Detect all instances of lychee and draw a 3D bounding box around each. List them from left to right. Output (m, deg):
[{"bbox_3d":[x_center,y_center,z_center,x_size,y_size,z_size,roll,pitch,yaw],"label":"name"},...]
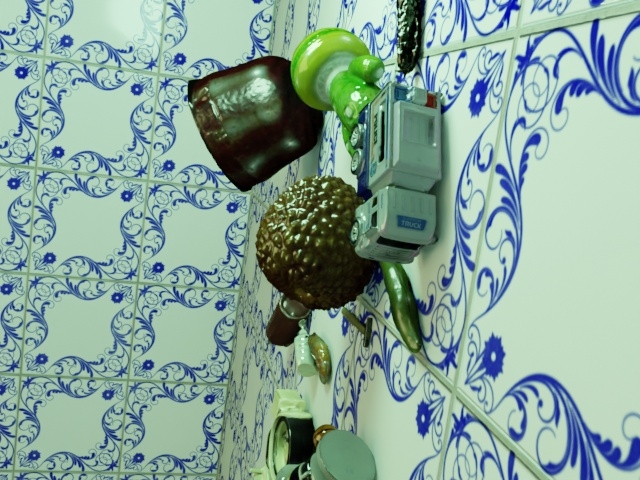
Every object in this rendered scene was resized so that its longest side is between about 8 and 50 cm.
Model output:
[{"bbox_3d":[0.000,0.000,1.382,0.267,0.268,0.267,-174,90,-77],"label":"lychee"}]

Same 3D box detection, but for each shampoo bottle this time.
[{"bbox_3d":[-0.041,0.277,1.793,0.151,0.045,0.077,-100,-15,-45],"label":"shampoo bottle"}]

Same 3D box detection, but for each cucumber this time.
[{"bbox_3d":[0.162,-0.390,1.264,0.053,0.053,0.181,167,106,-76],"label":"cucumber"}]

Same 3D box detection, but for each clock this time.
[{"bbox_3d":[-0.096,0.607,1.800,0.276,0.120,0.378,-132,54,-67],"label":"clock"}]

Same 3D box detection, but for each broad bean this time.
[{"bbox_3d":[0.133,0.079,1.195,0.297,0.043,0.060,-100,10,-52],"label":"broad bean"}]

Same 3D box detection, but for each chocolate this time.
[{"bbox_3d":[-0.163,-0.372,2.004,0.383,0.332,0.383,60,-170,-19],"label":"chocolate"}]

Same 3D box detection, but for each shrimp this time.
[{"bbox_3d":[-0.007,0.282,1.699,0.190,0.042,0.101,-118,29,-65],"label":"shrimp"}]

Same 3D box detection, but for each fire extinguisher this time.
[{"bbox_3d":[-0.097,0.238,1.996,0.269,0.105,0.104,116,156,-56],"label":"fire extinguisher"}]

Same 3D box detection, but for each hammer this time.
[{"bbox_3d":[0.075,0.170,1.463,0.199,0.013,0.062,-145,62,-74],"label":"hammer"}]

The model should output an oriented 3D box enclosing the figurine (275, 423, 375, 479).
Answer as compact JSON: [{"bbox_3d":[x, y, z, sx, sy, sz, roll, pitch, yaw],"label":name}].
[{"bbox_3d":[-0.006,0.467,1.324,0.236,0.133,0.176,-58,24,32],"label":"figurine"}]

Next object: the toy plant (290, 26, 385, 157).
[{"bbox_3d":[0.066,-0.317,1.457,0.315,0.185,0.224,-121,31,-42],"label":"toy plant"}]

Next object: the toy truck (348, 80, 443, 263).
[{"bbox_3d":[0.128,-0.108,1.124,0.155,0.125,0.267,136,140,-62],"label":"toy truck"}]
